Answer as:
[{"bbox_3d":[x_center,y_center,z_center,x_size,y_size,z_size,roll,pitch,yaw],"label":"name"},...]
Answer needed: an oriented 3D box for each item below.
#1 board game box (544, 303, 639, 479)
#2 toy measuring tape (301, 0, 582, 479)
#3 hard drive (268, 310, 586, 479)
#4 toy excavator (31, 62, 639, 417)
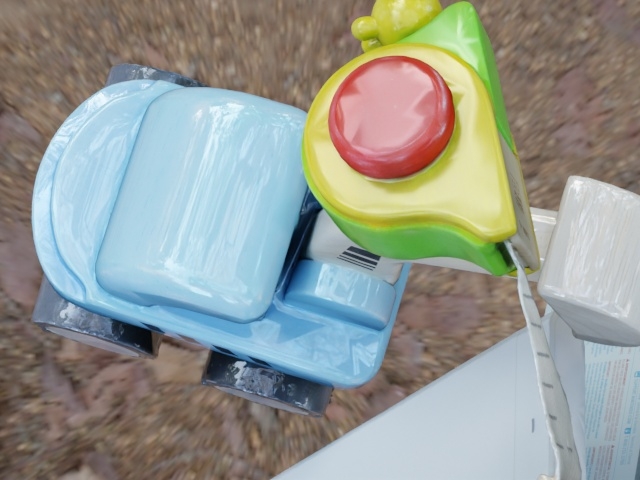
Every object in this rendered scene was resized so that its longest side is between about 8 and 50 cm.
[{"bbox_3d":[0.292,0.125,1.380,0.303,0.097,0.224,-10,51,37],"label":"board game box"},{"bbox_3d":[0.057,0.007,1.062,0.121,0.121,0.330,-9,64,-2],"label":"toy measuring tape"},{"bbox_3d":[0.050,0.195,1.339,0.040,0.203,0.307,38,126,-26],"label":"hard drive"},{"bbox_3d":[0.000,0.000,1.410,0.433,0.445,0.222,18,81,-1],"label":"toy excavator"}]
